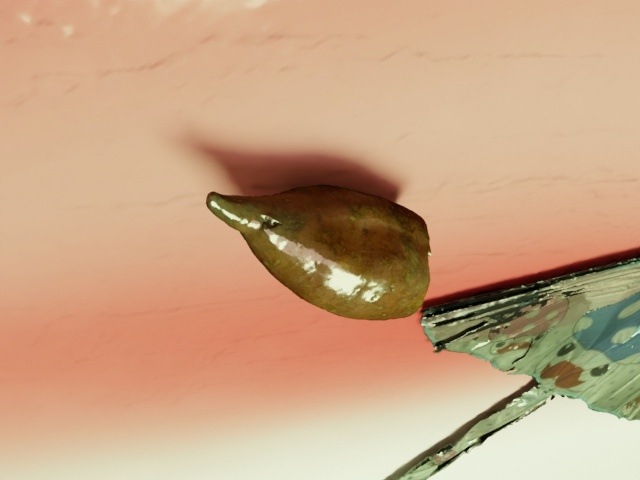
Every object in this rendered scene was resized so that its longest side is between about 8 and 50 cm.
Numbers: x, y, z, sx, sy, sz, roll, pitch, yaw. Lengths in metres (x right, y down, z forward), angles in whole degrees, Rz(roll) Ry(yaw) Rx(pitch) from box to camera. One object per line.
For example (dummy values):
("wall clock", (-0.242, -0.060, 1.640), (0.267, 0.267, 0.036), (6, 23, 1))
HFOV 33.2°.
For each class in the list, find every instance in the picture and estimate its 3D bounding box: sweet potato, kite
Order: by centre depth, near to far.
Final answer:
("sweet potato", (0.000, 0.000, 0.391), (0.049, 0.049, 0.117), (-39, 145, 25))
("kite", (0.152, 0.073, 0.631), (0.314, 0.011, 0.335), (-36, 145, 22))
